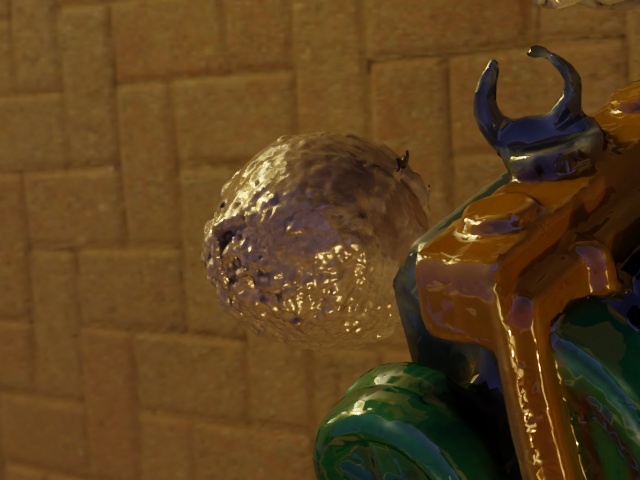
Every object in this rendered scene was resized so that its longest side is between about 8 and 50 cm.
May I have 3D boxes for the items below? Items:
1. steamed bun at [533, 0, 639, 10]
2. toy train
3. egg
[{"bbox_3d":[0.298,-0.380,1.603,0.310,0.324,0.219,47,114,1],"label":"steamed bun"},{"bbox_3d":[0.160,0.128,0.533,0.249,0.178,0.429,3,119,43],"label":"toy train"},{"bbox_3d":[0.000,0.000,1.631,0.279,0.310,0.279,-4,79,22],"label":"egg"}]
